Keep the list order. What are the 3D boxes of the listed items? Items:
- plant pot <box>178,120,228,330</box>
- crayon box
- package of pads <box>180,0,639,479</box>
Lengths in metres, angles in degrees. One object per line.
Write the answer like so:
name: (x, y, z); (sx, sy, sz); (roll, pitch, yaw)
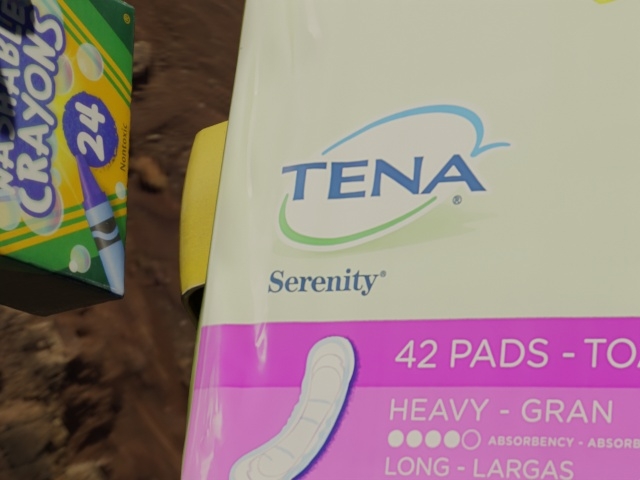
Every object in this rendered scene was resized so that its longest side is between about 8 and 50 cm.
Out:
plant pot: (0.000, 0.000, 1.404); (0.212, 0.212, 0.187); (-19, 50, 2)
crayon box: (-0.247, -0.091, 1.022); (0.083, 0.323, 0.203); (-13, 68, 36)
package of pads: (0.090, -0.037, 0.430); (0.229, 0.101, 0.296); (-1, 71, 26)
